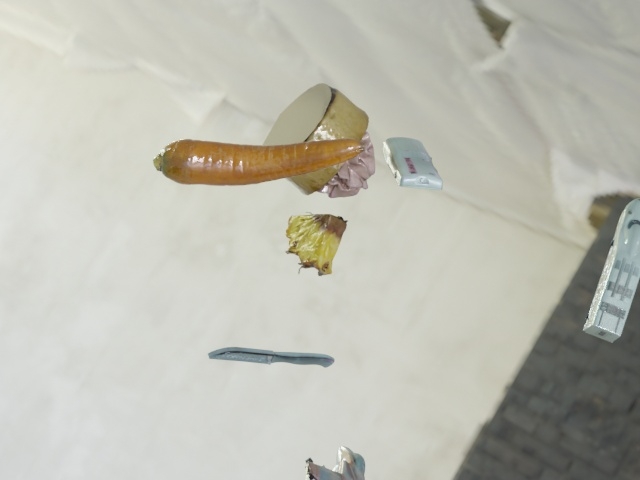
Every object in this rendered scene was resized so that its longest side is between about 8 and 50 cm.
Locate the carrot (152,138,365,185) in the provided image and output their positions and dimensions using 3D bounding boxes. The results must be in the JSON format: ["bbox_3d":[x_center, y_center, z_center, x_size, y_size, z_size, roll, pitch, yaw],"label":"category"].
[{"bbox_3d":[-0.077,-0.100,1.691,0.271,0.066,0.062,1,17,4],"label":"carrot"}]

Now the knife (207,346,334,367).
[{"bbox_3d":[-0.068,0.172,1.961,0.210,0.015,0.028,8,-34,-33],"label":"knife"}]

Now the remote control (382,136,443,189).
[{"bbox_3d":[0.127,-0.110,1.878,0.065,0.029,0.166,6,20,-8],"label":"remote control"}]

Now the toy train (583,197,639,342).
[{"bbox_3d":[0.457,0.036,2.008,0.052,0.234,0.051,23,-17,-1],"label":"toy train"}]

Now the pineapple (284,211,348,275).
[{"bbox_3d":[0.000,0.000,2.307,0.069,0.116,0.137,28,26,-42],"label":"pineapple"}]

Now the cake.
[{"bbox_3d":[0.019,-0.161,2.392,0.178,0.185,0.208,38,4,-27],"label":"cake"}]

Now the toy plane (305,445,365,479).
[{"bbox_3d":[0.038,0.364,1.867,0.223,0.104,0.326,49,-1,-15],"label":"toy plane"}]
